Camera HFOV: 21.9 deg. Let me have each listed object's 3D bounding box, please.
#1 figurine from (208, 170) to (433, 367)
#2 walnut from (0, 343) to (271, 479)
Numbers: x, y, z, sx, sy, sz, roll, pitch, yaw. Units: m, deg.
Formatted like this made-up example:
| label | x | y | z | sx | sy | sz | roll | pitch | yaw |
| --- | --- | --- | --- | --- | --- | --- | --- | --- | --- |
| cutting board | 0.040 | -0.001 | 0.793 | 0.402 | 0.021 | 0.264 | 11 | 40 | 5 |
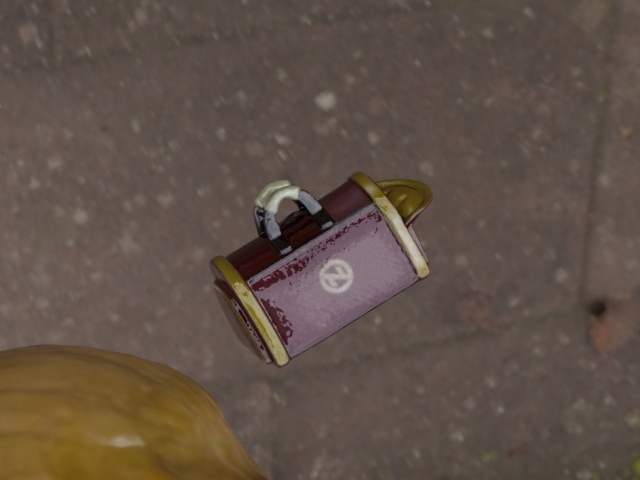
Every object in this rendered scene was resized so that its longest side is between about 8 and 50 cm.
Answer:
| label | x | y | z | sx | sy | sz | roll | pitch | yaw |
| --- | --- | --- | --- | --- | --- | --- | --- | --- | --- |
| figurine | 0.001 | 0.000 | 1.063 | 0.154 | 0.082 | 0.098 | -33 | 108 | -10 |
| walnut | -0.111 | 0.138 | 0.587 | 0.222 | 0.195 | 0.195 | -25 | 130 | 7 |
